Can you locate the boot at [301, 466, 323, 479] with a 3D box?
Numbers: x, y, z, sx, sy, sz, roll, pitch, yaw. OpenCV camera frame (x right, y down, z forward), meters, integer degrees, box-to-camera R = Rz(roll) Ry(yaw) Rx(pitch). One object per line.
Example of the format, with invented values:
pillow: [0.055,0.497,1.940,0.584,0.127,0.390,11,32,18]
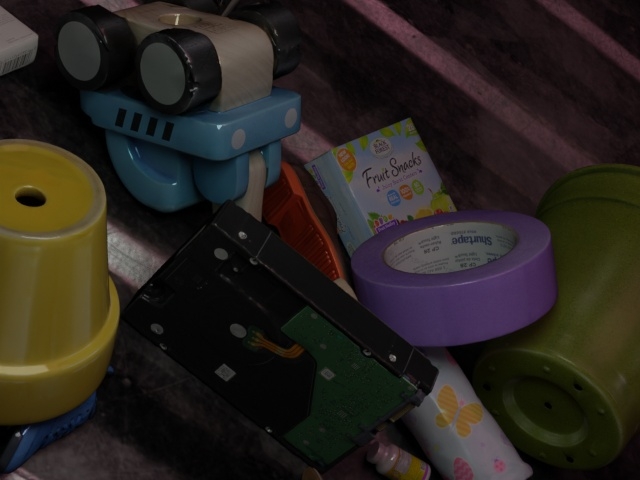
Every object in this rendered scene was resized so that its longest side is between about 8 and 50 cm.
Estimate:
boot: [0.022,0.349,1.818,0.087,0.042,0.118,18,50,-38]

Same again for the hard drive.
hard drive: [-0.052,0.125,1.774,0.339,0.237,0.064,39,42,-8]

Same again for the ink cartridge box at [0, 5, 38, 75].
ink cartridge box: [-0.508,-0.284,1.861,0.225,0.056,0.181,36,39,15]

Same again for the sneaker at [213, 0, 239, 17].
sneaker: [-0.169,-0.375,2.158,0.100,0.108,0.271,40,43,-11]

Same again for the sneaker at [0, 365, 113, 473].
sneaker: [-0.299,0.197,1.638,0.082,0.069,0.209,42,41,-13]

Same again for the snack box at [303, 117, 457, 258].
snack box: [0.094,-0.075,2.157,0.207,0.070,0.174,-24,88,-48]

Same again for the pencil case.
pencil case: [0.173,0.245,1.954,0.113,0.124,0.273,-31,81,-17]

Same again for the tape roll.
tape roll: [0.183,0.047,1.961,0.275,0.275,0.090,-34,120,-48]

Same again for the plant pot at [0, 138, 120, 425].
plant pot: [-0.333,0.032,1.554,0.254,0.239,0.254,12,40,-11]

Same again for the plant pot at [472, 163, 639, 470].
plant pot: [0.406,0.137,2.101,0.366,0.366,0.353,44,53,-4]

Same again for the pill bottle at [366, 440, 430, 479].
pill bottle: [0.103,0.300,1.915,0.083,0.043,0.043,32,44,-17]

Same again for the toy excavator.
toy excavator: [-0.129,-0.083,1.904,0.433,0.445,0.222,19,30,32]

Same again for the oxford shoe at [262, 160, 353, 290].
oxford shoe: [0.000,0.000,2.024,0.098,0.097,0.271,1,59,-46]
